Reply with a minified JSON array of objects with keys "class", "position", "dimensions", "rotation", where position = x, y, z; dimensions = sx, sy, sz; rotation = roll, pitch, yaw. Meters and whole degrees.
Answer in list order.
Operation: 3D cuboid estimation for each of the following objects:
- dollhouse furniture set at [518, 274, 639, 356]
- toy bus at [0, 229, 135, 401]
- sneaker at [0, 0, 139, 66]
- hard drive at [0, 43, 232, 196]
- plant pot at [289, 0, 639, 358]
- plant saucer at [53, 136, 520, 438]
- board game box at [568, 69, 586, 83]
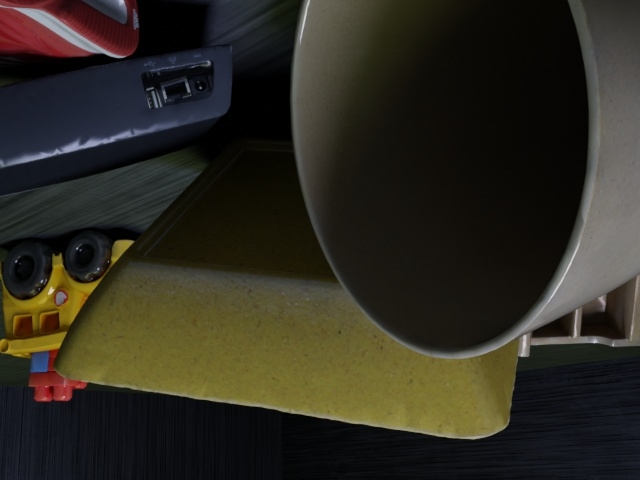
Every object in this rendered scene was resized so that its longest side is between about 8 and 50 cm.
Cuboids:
[{"class":"dollhouse furniture set","position":[0.393,0.090,0.897],"dimensions":[0.257,0.361,0.394],"rotation":[-2,-166,-8]},{"class":"toy bus","position":[-0.316,0.107,1.081],"dimensions":[0.220,0.211,0.149],"rotation":[-10,161,20]},{"class":"sneaker","position":[-0.213,-0.146,0.450],"dimensions":[0.128,0.086,0.221],"rotation":[-10,161,22]},{"class":"hard drive","position":[-0.193,-0.075,0.576],"dimensions":[0.255,0.054,0.172],"rotation":[-16,-178,-18]},{"class":"plant pot","position":[0.161,-0.082,0.499],"dimensions":[0.274,0.256,0.256],"rotation":[-10,169,-30]},{"class":"plant saucer","position":[0.000,0.000,0.664],"dimensions":[0.333,0.080,0.332],"rotation":[5,-149,16]},{"class":"board game box","position":[0.164,-0.106,0.720],"dimensions":[0.136,0.035,0.201],"rotation":[-6,164,13]}]
